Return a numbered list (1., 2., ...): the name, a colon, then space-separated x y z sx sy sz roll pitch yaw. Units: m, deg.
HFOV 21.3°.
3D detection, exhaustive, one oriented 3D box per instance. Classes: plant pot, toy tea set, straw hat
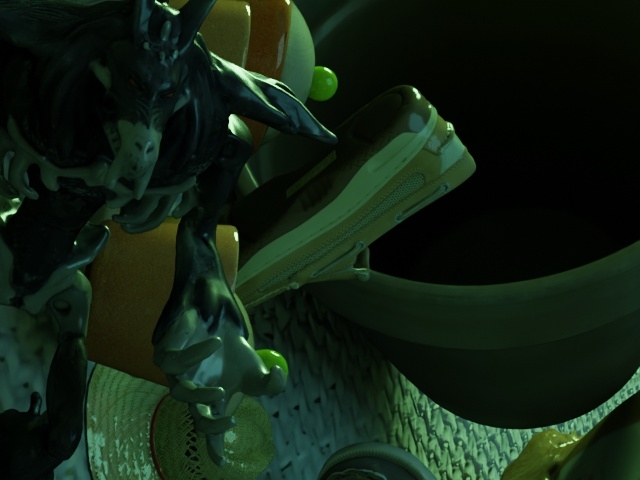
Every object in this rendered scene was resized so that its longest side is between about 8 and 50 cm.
1. plant pot: 0.123 -0.024 1.113 0.280 0.323 0.323 71 19 -54
2. toy tea set: -0.043 -0.045 0.827 0.200 0.124 0.336 117 -19 -55
3. straw hat: -0.058 0.107 0.893 0.144 0.061 0.144 43 40 -51

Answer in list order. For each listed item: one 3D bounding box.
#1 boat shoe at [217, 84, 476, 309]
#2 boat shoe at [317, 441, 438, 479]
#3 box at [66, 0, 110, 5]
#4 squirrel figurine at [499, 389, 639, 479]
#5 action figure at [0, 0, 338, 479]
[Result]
1. boat shoe: 0.000 0.000 0.912 0.072 0.190 0.068 43 27 -24
2. boat shoe: 0.044 0.280 0.968 0.096 0.116 0.324 -14 96 -69
3. box: -0.145 -0.158 0.790 0.087 0.102 0.101 46 39 -46
4. squirrel figurine: 0.287 0.295 1.174 0.370 0.397 0.281 43 72 -8
5. action figure: -0.091 0.017 0.593 0.164 0.276 0.141 14 32 -26
